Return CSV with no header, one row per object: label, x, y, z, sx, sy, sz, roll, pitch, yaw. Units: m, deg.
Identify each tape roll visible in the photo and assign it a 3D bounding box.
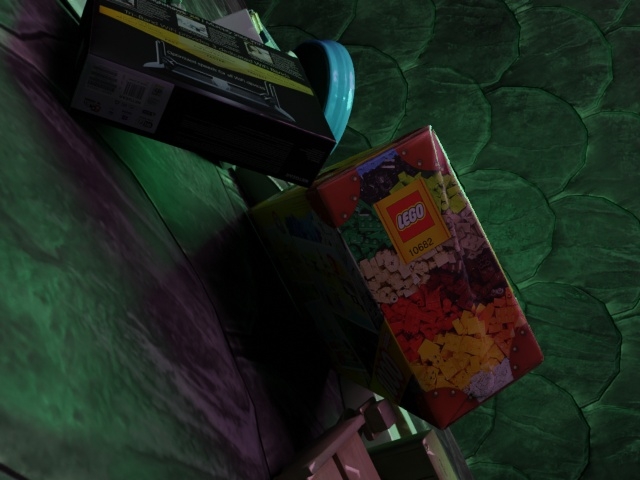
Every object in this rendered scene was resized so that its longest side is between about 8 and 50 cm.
tape roll,0.157,0.438,1.421,0.392,0.072,0.392,62,7,-13

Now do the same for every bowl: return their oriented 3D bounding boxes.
bowl,-0.043,-0.408,1.978,0.077,0.391,0.391,10,42,-32

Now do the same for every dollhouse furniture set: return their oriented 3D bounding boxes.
dollhouse furniture set,0.037,0.391,0.832,0.355,0.174,0.303,-20,83,-58

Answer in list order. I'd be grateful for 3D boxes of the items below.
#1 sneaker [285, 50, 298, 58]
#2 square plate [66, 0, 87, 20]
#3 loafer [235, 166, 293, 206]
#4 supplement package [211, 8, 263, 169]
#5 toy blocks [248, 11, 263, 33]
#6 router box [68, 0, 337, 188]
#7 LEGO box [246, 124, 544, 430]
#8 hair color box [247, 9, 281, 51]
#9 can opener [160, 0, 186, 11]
sneaker,-0.079,-0.367,1.772,0.150,0.135,0.366,33,-18,-1
square plate,-0.328,-0.395,1.046,0.344,0.049,0.347,56,10,-48
loafer,-0.067,-0.043,1.388,0.319,0.112,0.111,48,45,-15
supplement package,-0.158,-0.270,1.225,0.203,0.149,0.194,64,-9,5
toy blocks,-0.289,-0.623,1.550,0.288,0.260,0.309,-62,141,-41
router box,-0.152,-0.205,0.856,0.309,0.081,0.243,16,34,-27
LEGO box,0.084,0.054,1.112,0.372,0.193,0.500,62,-15,-6
hair color box,-0.186,-0.471,1.796,0.105,0.174,0.347,61,7,9
can opener,-0.325,-0.473,1.328,0.076,0.095,0.283,-14,67,-43
